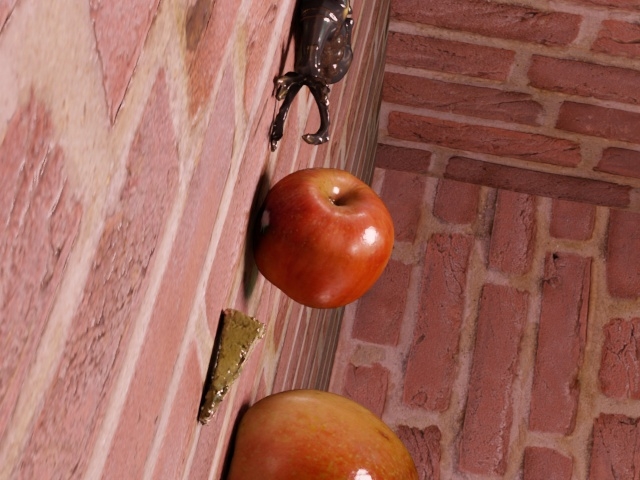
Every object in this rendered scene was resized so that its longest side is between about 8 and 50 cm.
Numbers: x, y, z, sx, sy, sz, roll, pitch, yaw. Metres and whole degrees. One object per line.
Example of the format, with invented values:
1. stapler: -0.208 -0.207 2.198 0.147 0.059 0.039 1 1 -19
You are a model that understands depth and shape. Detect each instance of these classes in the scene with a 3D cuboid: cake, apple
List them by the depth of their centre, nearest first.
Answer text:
1. cake: -0.103 0.152 1.346 0.051 0.055 0.140 105 -2 -74
2. apple: 0.000 0.000 1.499 0.199 0.199 0.199 10 90 -85
3. apple: 0.001 0.382 1.690 0.319 0.277 0.319 12 90 -84

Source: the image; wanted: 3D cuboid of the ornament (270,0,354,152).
1. ornament: -0.011 -0.206 1.522 0.202 0.080 0.236 85 14 -62
